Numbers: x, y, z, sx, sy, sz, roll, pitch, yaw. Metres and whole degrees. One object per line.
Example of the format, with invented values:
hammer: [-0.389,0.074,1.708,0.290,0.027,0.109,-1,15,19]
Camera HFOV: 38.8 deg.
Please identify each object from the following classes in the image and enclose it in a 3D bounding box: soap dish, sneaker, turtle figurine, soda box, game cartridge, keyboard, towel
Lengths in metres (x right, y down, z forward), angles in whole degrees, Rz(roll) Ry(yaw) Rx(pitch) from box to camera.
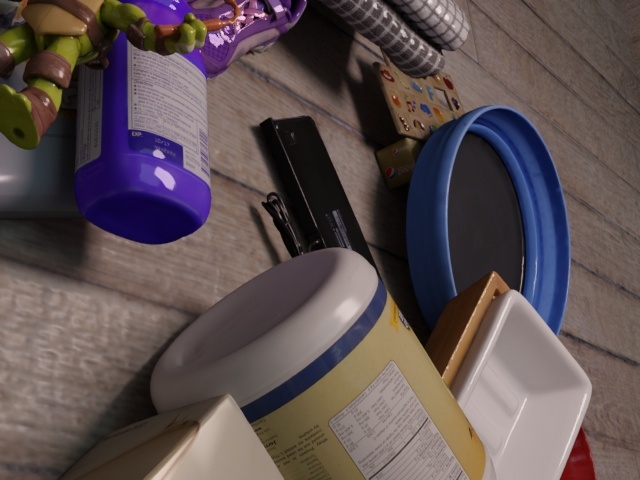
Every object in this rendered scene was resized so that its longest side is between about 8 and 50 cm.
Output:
soap dish: [0.195,0.221,1.094,0.229,0.118,0.291,48,57,-26]
sneaker: [-0.091,-0.261,1.062,0.095,0.104,0.236,61,35,-11]
turtle figurine: [-0.219,-0.172,0.720,0.269,0.087,0.217,26,54,7]
soda box: [0.157,-0.117,1.362,0.181,0.058,0.061,-9,79,-57]
game cartridge: [-0.282,-0.163,0.783,0.198,0.062,0.297,-1,72,-59]
keyboard: [0.000,0.000,1.098,0.201,0.033,0.317,-21,87,-63]
towel: [0.054,-0.357,1.242,0.235,0.121,0.284,31,20,-32]

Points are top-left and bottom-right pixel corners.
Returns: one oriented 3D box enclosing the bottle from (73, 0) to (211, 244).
bottle: [-0.158,-0.141,0.813,0.118,0.092,0.283,27,49,-50]

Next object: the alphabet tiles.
alphabet tiles: [0.165,-0.191,1.365,0.237,0.009,0.198,8,59,-51]

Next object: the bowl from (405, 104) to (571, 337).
bowl: [0.252,0.001,1.327,0.391,0.077,0.392,8,80,-51]

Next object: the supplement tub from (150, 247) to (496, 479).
supplement tub: [0.018,0.190,0.828,0.316,0.228,0.228,58,34,-14]

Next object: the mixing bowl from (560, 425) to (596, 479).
mixing bowl: [0.300,0.309,1.267,0.181,0.098,0.182,31,48,-41]

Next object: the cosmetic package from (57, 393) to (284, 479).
cosmetic package: [-0.163,0.244,0.606,0.113,0.160,0.309,60,33,-10]
